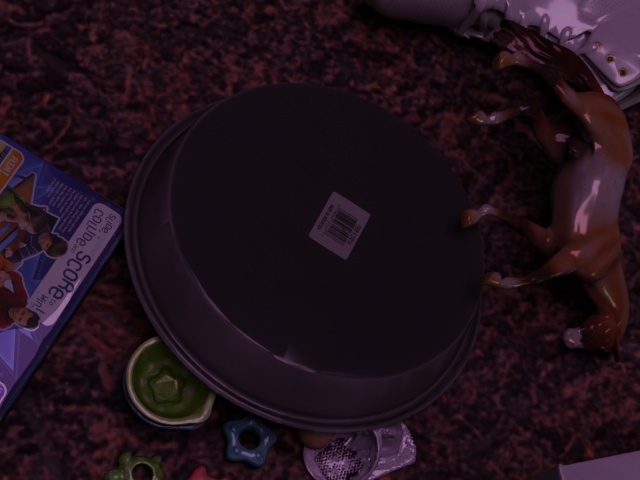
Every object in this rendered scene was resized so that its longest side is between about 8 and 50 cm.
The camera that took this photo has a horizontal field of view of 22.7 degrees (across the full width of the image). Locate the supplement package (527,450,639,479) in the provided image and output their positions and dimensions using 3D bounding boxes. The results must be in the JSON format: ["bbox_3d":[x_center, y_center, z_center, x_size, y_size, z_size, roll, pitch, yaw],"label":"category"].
[{"bbox_3d":[0.230,0.233,1.123,0.194,0.203,0.149,-7,72,-19],"label":"supplement package"}]

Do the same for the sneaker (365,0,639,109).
[{"bbox_3d":[0.184,-0.177,1.324,0.293,0.108,0.169,-7,68,-21],"label":"sneaker"}]

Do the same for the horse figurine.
[{"bbox_3d":[0.188,-0.046,1.246,0.174,0.066,0.263,12,74,-33],"label":"horse figurine"}]

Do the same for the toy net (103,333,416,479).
[{"bbox_3d":[-0.035,0.147,1.162,0.232,0.045,0.122,11,66,-13],"label":"toy net"}]

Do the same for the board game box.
[{"bbox_3d":[-0.243,0.029,1.151,0.136,0.035,0.201,33,64,-2],"label":"board game box"}]

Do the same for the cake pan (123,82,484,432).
[{"bbox_3d":[0.000,0.000,1.200,0.293,0.054,0.293,11,57,-19],"label":"cake pan"}]
